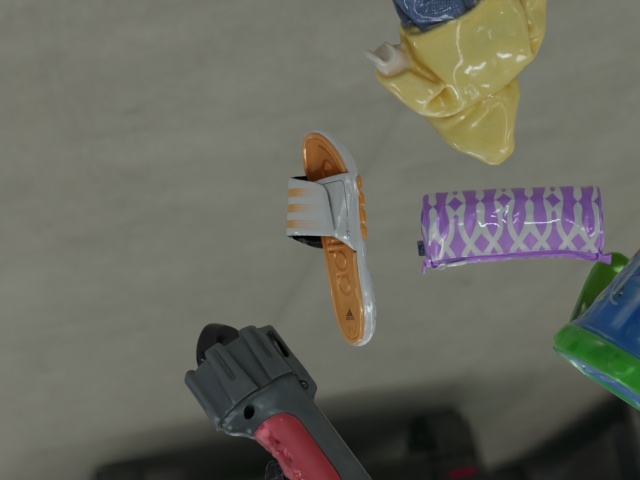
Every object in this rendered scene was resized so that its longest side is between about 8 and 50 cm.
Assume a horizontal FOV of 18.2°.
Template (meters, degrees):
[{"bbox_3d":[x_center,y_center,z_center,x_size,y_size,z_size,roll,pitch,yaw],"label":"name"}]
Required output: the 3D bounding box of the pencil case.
[{"bbox_3d":[0.203,-0.013,2.130,0.206,0.088,0.086,-5,149,6],"label":"pencil case"}]

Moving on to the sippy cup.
[{"bbox_3d":[0.421,0.092,2.271,0.224,0.305,0.240,-57,157,-2],"label":"sippy cup"}]

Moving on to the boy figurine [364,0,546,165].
[{"bbox_3d":[0.117,-0.175,1.620,0.177,0.092,0.285,-39,142,-12],"label":"boy figurine"}]

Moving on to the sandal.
[{"bbox_3d":[0.006,0.000,2.373,0.076,0.265,0.102,-10,179,-31],"label":"sandal"}]

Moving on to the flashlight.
[{"bbox_3d":[-0.006,0.217,1.715,0.103,0.304,0.103,-44,161,15],"label":"flashlight"}]

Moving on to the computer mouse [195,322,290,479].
[{"bbox_3d":[-0.069,0.198,2.099,0.041,0.242,0.071,-28,175,32],"label":"computer mouse"}]
